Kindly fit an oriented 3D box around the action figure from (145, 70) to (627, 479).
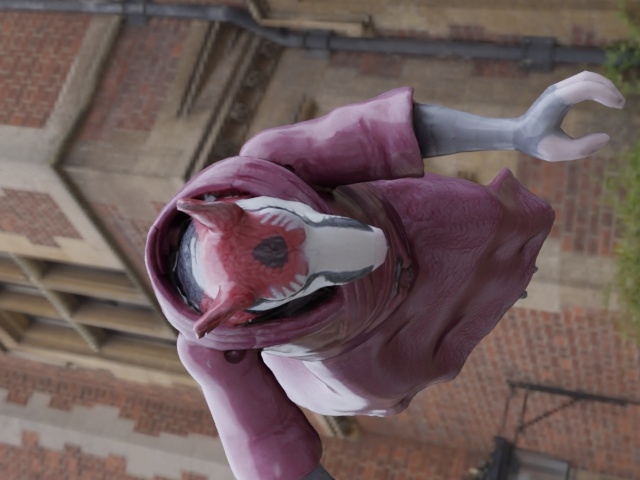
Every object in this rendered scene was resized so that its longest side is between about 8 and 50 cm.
[{"bbox_3d":[0.000,0.000,0.589,0.248,0.275,0.370,-64,-22,3],"label":"action figure"}]
